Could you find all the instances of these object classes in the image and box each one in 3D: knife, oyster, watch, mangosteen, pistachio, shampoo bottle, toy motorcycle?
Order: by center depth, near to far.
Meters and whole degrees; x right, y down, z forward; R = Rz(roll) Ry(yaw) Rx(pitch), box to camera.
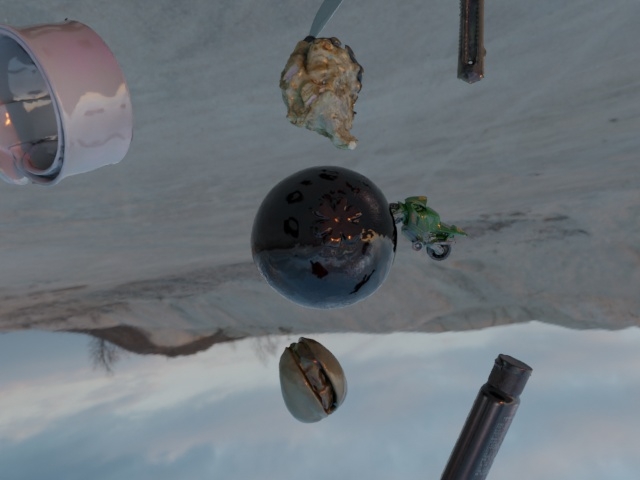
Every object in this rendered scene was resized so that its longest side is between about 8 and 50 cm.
[{"bbox_3d":[-0.379,-0.193,0.755,0.231,0.244,0.196,-3,-160,42],"label":"watch"},{"bbox_3d":[-0.013,0.218,0.911,0.113,0.149,0.113,-13,-157,6],"label":"pistachio"},{"bbox_3d":[0.014,-0.239,0.960,0.163,0.191,0.081,-41,-163,-7],"label":"oyster"},{"bbox_3d":[0.339,0.395,1.210,0.084,0.323,0.129,27,-168,38],"label":"shampoo bottle"},{"bbox_3d":[0.000,0.000,1.239,0.306,0.307,0.347,-10,171,-16],"label":"mangosteen"},{"bbox_3d":[0.233,-0.037,1.322,0.106,0.190,0.074,-51,-173,19],"label":"toy motorcycle"},{"bbox_3d":[0.377,-0.560,1.418,0.089,0.365,0.043,3,173,29],"label":"knife"},{"bbox_3d":[0.042,-0.612,1.470,0.260,0.063,0.034,-48,152,9],"label":"knife"}]
